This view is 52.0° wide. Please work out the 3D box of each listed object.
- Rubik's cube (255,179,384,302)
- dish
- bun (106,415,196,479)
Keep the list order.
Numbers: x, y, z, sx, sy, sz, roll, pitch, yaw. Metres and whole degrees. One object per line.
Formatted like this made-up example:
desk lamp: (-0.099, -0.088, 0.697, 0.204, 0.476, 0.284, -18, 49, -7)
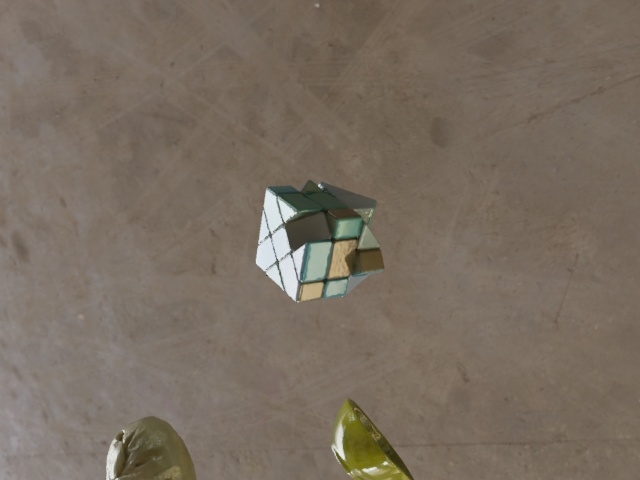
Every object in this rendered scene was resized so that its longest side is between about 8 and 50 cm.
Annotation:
Rubik's cube: (0.000, 0.000, 1.340, 0.265, 0.213, 0.224, 39, 127, 46)
dish: (0.108, 0.509, 1.556, 0.262, 0.108, 0.221, 52, 179, -28)
bun: (-0.410, 0.547, 1.555, 0.259, 0.160, 0.259, 11, 107, 36)
